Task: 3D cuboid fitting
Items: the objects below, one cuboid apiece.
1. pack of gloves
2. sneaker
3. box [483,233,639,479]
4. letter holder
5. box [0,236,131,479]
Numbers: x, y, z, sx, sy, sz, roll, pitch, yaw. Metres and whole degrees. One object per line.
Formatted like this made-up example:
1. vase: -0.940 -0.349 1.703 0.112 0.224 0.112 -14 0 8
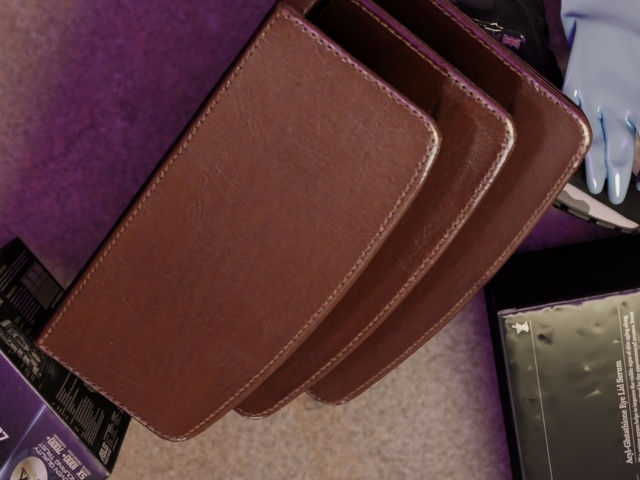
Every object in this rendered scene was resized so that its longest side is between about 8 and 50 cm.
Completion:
1. pack of gloves: 0.245 -0.136 0.974 0.195 0.046 0.232 1 88 -22
2. sneaker: 0.127 -0.116 1.000 0.283 0.107 0.124 34 95 -7
3. box: 0.222 0.132 1.042 0.184 0.103 0.261 -10 111 0
4. letter holder: 0.000 0.000 0.939 0.214 0.152 0.302 38 123 -3
5. box: -0.203 0.094 1.006 0.077 0.180 0.147 -38 101 8
